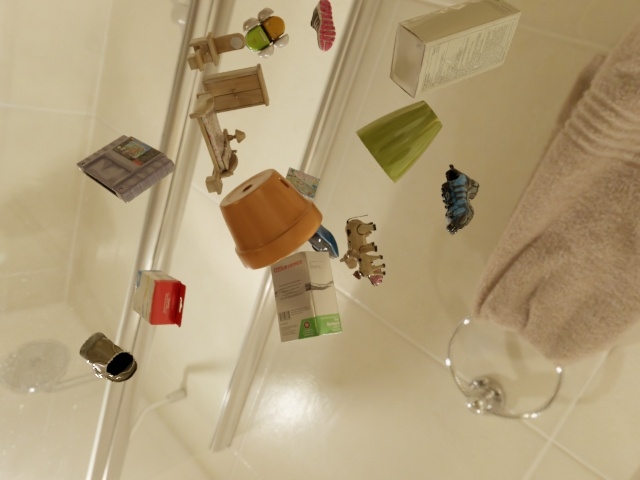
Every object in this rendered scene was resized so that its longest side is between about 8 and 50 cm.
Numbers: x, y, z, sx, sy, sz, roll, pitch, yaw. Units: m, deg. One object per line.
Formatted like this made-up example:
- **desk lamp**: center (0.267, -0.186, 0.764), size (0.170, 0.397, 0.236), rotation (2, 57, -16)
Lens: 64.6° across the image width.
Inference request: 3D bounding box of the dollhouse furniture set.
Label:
- **dollhouse furniture set**: center (-0.240, -0.352, 1.348), size (0.174, 0.303, 0.355), rotation (-10, -140, 4)

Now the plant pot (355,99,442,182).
- **plant pot**: center (0.340, -0.432, 2.083), size (0.275, 0.293, 0.275), rotation (49, -168, -15)

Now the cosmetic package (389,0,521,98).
- **cosmetic package**: center (0.338, -0.494, 1.282), size (0.309, 0.160, 0.113), rotation (-24, -124, -21)

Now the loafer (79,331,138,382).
- **loafer**: center (-0.513, 0.311, 1.261), size (0.087, 0.251, 0.094), rotation (31, -112, 16)

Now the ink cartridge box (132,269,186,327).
- **ink cartridge box**: center (-0.490, 0.174, 1.532), size (0.078, 0.134, 0.231), rotation (6, -176, -37)

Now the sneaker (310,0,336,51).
- **sneaker**: center (0.005, -0.701, 1.667), size (0.063, 0.170, 0.075), rotation (-4, 179, -27)

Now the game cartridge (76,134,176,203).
- **game cartridge**: center (-0.718, -0.277, 1.864), size (0.355, 0.068, 0.230), rotation (28, -118, 35)

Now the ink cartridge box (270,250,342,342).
- **ink cartridge box**: center (-0.054, 0.197, 1.773), size (0.121, 0.289, 0.211), rotation (1, 166, -42)

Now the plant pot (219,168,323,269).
- **plant pot**: center (-0.166, -0.079, 1.527), size (0.203, 0.291, 0.291), rotation (57, -170, -22)

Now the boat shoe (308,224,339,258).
- **boat shoe**: center (0.000, 0.000, 2.058), size (0.258, 0.089, 0.109), rotation (51, -154, -51)

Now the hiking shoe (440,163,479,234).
- **hiking shoe**: center (0.469, -0.140, 1.794), size (0.132, 0.113, 0.304), rotation (37, -137, -10)

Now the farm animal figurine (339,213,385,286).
- **farm animal figurine**: center (0.171, 0.049, 2.279), size (0.172, 0.326, 0.330), rotation (-6, 175, -4)

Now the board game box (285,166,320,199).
- **board game box**: center (-0.089, -0.261, 2.322), size (0.154, 0.103, 0.026), rotation (21, 161, -10)

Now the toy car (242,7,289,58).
- **toy car**: center (-0.231, -0.828, 2.039), size (0.159, 0.182, 0.136), rotation (56, 163, -24)

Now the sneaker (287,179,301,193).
- **sneaker**: center (-0.120, -0.133, 1.867), size (0.087, 0.083, 0.221), rotation (25, -131, -11)
